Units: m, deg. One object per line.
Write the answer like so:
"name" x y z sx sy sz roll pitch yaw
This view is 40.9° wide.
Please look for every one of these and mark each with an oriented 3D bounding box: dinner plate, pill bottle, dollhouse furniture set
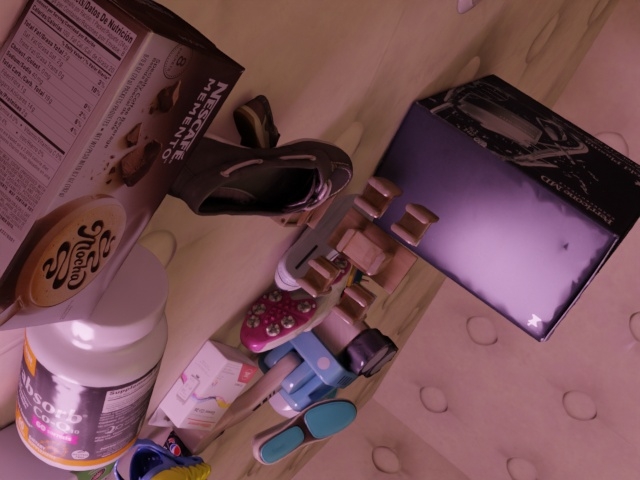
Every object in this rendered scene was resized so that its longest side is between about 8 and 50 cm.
"dinner plate" 0.295 -0.468 1.548 0.141 0.017 0.141 -47 165 -16
"pill bottle" -0.268 0.135 1.008 0.162 0.162 0.278 -37 158 -44
"pill bottle" -0.049 0.375 2.195 0.146 0.146 0.264 -54 164 7
"dollhouse furniture set" 0.051 -0.015 1.431 0.212 0.242 0.161 -55 165 13

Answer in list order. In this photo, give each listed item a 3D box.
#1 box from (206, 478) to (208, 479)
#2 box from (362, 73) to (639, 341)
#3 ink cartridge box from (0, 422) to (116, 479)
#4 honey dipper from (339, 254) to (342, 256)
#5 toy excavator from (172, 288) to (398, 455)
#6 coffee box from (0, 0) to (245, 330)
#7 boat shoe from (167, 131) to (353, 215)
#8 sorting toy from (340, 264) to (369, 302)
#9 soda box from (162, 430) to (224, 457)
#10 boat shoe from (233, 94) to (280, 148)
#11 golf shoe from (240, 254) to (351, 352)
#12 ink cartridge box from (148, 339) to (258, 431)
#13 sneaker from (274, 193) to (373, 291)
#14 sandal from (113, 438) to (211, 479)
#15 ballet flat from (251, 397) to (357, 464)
"box" -0.359 0.652 1.967 0.257 0.122 0.128 -40 161 -37
"box" 0.423 -0.097 1.870 0.471 0.480 0.297 -31 152 -54
"ink cartridge box" -0.418 0.376 1.191 0.201 0.117 0.278 -26 150 -58
"honey dipper" 0.068 -0.010 1.892 0.030 0.030 0.161 -36 156 -45
"toy excavator" -0.076 0.297 1.885 0.445 0.222 0.433 -43 163 1
"coffee box" -0.219 -0.074 0.758 0.297 0.119 0.168 -55 163 12
"boat shoe" -0.063 -0.068 1.095 0.335 0.095 0.112 0 133 -48
"sorting toy" 0.102 0.032 1.888 0.274 0.046 0.132 -67 175 -55
"soda box" -0.263 0.413 1.840 0.169 0.053 0.060 -26 150 -59
"boat shoe" -0.077 -0.137 1.144 0.049 0.056 0.152 -42 162 -15
"golf shoe" -0.043 0.147 1.725 0.306 0.115 0.140 -38 145 -38
"ink cartridge box" -0.221 0.292 1.620 0.198 0.067 0.115 -53 149 4
"sneaker" 0.000 0.000 1.647 0.258 0.094 0.091 -40 -179 -31
"sandal" -0.303 0.440 1.637 0.126 0.138 0.317 -48 166 -11
"ballet flat" -0.040 0.411 1.889 0.248 0.086 0.086 -21 154 -18
